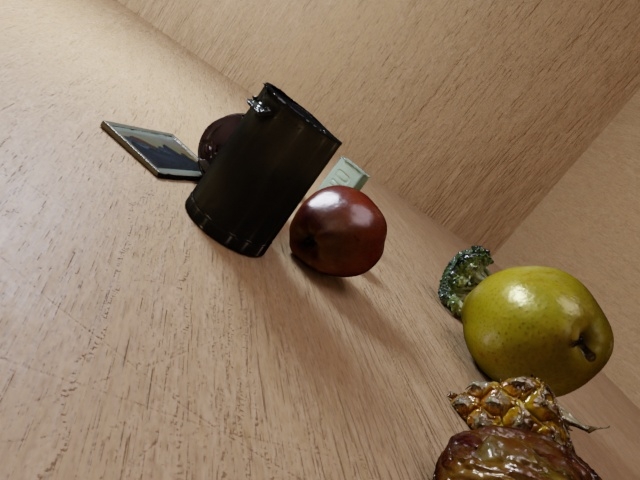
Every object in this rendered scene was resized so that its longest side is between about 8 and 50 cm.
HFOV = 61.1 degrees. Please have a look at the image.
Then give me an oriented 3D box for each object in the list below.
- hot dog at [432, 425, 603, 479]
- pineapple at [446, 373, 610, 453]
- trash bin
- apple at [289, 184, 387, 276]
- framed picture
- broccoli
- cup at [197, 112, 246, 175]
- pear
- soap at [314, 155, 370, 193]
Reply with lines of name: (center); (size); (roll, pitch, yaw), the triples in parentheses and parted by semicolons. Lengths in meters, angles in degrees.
hot dog: (0.346, 0.414, 0.761); (0.387, 0.174, 0.267); (39, 13, 8)
pineapple: (0.447, 0.386, 1.108); (0.334, 0.158, 0.161); (36, 15, -9)
trash bin: (-0.115, -0.144, 1.126); (0.203, 0.302, 0.252); (46, 18, 32)
apple: (0.046, -0.016, 1.303); (0.234, 0.234, 0.234); (35, 15, -11)
framed picture: (-0.368, -0.206, 1.289); (0.192, 0.018, 0.265); (41, 15, 11)
broccoli: (0.535, 0.153, 1.858); (0.243, 0.247, 0.263); (34, 32, 15)
cup: (-0.171, -0.189, 1.368); (0.196, 0.196, 0.279); (44, 4, 23)
pear: (0.578, 0.244, 1.484); (0.362, 0.363, 0.418); (32, -12, -19)
soap: (0.060, -0.170, 1.816); (0.114, 0.198, 0.063); (42, 14, 26)
